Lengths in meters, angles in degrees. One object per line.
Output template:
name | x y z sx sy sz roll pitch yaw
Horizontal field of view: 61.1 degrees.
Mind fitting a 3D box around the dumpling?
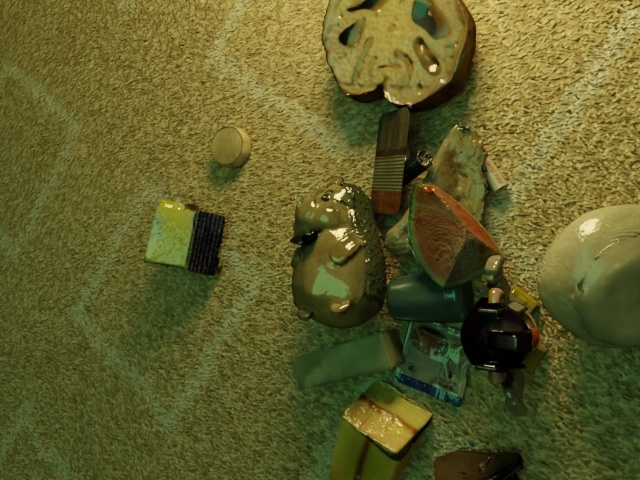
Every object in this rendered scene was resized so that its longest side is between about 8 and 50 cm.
dumpling | 0.292 -0.089 1.248 0.166 0.086 0.332 33 100 7

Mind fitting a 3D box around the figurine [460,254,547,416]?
figurine | 0.364 0.189 1.075 0.143 0.308 0.308 -31 72 28

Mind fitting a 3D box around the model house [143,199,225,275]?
model house | -0.378 -0.006 1.595 0.212 0.170 0.193 11 83 1

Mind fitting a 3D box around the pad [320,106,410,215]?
pad | 0.113 -0.196 1.363 0.323 0.055 0.249 11 97 52

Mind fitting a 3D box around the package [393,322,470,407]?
package | 0.267 0.276 1.260 0.171 0.027 0.173 16 90 29

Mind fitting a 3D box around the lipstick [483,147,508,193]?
lipstick | 0.377 -0.169 1.235 0.038 0.038 0.130 -35 70 21

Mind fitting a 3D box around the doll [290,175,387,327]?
doll | 0.037 0.027 1.270 0.247 0.247 0.349 -5 64 28

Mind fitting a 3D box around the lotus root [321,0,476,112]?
lotus root | 0.185 -0.497 1.297 0.390 0.111 0.374 31 112 23

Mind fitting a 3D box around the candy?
candy | 0.559 0.065 1.027 0.296 0.185 0.295 0 94 2

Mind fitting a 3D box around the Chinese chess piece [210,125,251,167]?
Chinese chess piece | -0.261 -0.273 1.584 0.122 0.051 0.122 -2 85 26

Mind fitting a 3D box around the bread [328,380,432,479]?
bread | 0.136 0.494 1.305 0.168 0.163 0.264 32 132 26

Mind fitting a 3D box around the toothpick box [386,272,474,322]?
toothpick box | 0.245 0.129 1.235 0.184 0.120 0.120 -7 82 31

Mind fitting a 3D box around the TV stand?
TV stand | 0.062 0.293 1.328 0.270 0.083 0.088 -21 78 29

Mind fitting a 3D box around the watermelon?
watermelon | 0.264 -0.001 1.167 0.146 0.128 0.231 -49 62 23

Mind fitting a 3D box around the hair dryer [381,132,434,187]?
hair dryer | 0.209 -0.229 1.291 0.173 0.050 0.194 148 130 -63

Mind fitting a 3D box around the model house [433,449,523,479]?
model house | 0.344 0.552 1.157 0.203 0.141 0.164 -17 100 47
